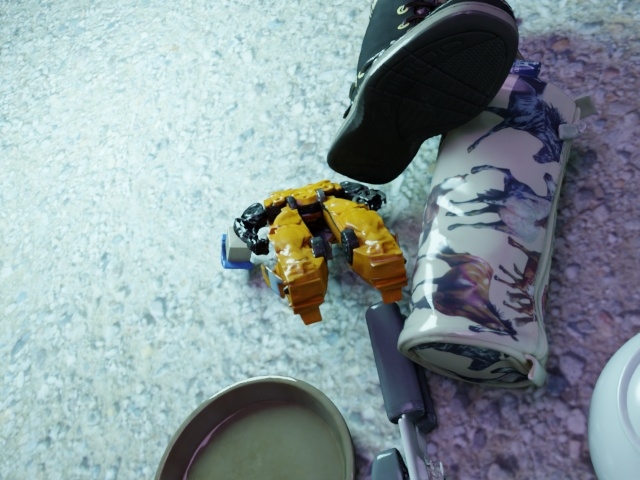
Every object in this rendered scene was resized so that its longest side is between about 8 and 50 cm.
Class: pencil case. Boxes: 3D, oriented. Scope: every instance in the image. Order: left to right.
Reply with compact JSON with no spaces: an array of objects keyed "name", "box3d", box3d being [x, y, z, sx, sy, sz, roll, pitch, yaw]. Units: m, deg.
[{"name":"pencil case","box3d":[0.213,-0.017,0.988,0.183,0.160,0.410,-10,52,38]}]

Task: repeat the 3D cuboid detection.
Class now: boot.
[{"name":"boot","box3d":[0.135,-0.262,1.058,0.138,0.377,0.284,20,63,-10]}]

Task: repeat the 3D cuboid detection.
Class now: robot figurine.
[{"name":"robot figurine","box3d":[0.000,0.000,1.075,0.211,0.085,0.291,-13,24,-7]}]

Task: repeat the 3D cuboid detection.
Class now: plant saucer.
[{"name":"plant saucer","box3d":[-0.080,0.298,1.000,0.278,0.041,0.278,-14,52,19]}]

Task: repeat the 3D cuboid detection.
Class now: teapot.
[{"name":"teapot","box3d":[0.363,0.159,0.757,0.252,0.187,0.256,-17,50,18]}]

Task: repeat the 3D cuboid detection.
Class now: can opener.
[{"name":"can opener","box3d":[0.088,0.199,0.956,0.093,0.074,0.280,-19,50,16]}]

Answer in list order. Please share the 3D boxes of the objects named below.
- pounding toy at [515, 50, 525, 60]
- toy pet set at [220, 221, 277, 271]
[{"name":"pounding toy","box3d":[0.236,-0.287,1.227,0.130,0.100,0.141,-35,44,21]},{"name":"toy pet set","box3d":[-0.085,0.022,1.205,0.114,0.065,0.122,1,53,-13]}]
